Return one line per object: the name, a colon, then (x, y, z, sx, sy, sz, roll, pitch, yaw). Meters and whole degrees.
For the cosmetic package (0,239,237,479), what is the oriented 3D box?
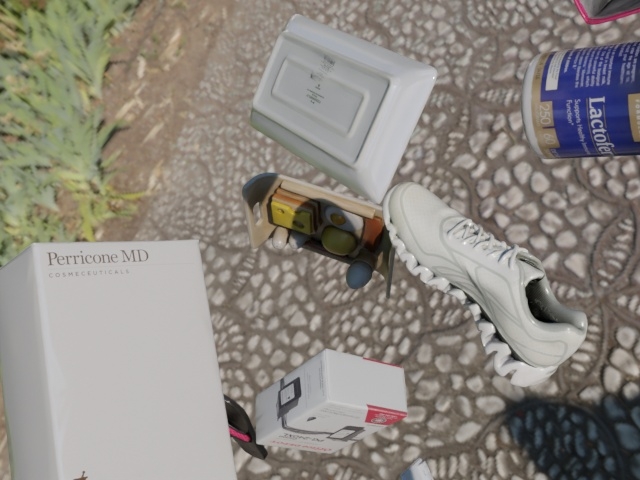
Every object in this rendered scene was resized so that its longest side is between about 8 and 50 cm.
cosmetic package: (-0.216, 0.191, 0.846, 0.155, 0.197, 0.365, -23, 75, 49)

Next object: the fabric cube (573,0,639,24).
fabric cube: (0.447, -0.472, 1.023, 0.254, 0.259, 0.258, -12, 24, 49)

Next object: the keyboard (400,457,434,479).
keyboard: (0.201, 0.485, 1.306, 0.014, 0.072, 0.256, -28, 86, 40)

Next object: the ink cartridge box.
ink cartridge box: (0.008, 0.186, 0.904, 0.150, 0.109, 0.063, -41, 43, 43)

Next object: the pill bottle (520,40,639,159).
pill bottle: (0.419, -0.190, 1.076, 0.265, 0.153, 0.153, 0, 61, 36)

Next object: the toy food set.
toy food set: (0.000, 0.000, 1.533, 0.306, 0.219, 0.092, 19, 60, 13)

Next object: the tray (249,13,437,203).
tray: (0.004, -0.153, 0.861, 0.270, 0.030, 0.145, 37, 107, 48)

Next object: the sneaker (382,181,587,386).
sneaker: (0.194, 0.031, 0.950, 0.110, 0.292, 0.118, -34, -13, -37)

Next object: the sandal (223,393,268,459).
sandal: (-0.136, 0.297, 1.257, 0.067, 0.179, 0.040, 9, 47, 40)
